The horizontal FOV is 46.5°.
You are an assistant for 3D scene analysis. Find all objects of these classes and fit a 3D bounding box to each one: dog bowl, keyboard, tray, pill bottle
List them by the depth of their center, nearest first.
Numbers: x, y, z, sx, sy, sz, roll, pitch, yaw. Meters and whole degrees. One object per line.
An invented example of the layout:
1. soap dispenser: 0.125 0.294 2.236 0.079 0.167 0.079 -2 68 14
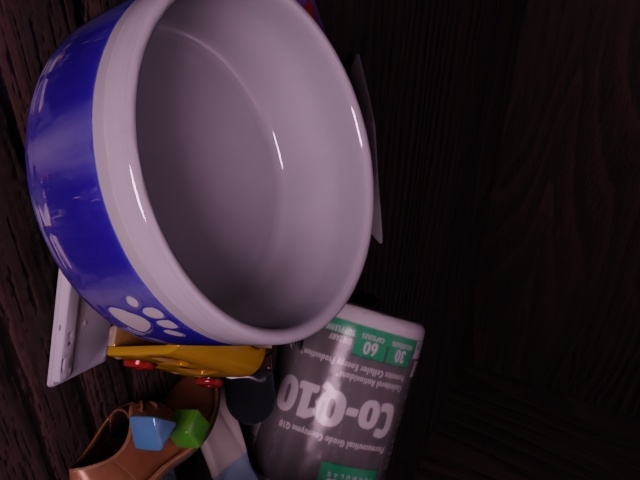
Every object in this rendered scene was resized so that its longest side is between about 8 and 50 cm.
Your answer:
1. dog bowl: -0.073 -0.055 0.548 0.265 0.104 0.264 15 71 -53
2. keyboard: -0.180 -0.009 0.593 0.072 0.014 0.255 -35 138 -70
3. pill bottle: 0.004 0.263 1.041 0.204 0.204 0.360 24 81 -72
4. tray: 0.062 -0.126 1.101 0.270 0.030 0.145 80 0 -53

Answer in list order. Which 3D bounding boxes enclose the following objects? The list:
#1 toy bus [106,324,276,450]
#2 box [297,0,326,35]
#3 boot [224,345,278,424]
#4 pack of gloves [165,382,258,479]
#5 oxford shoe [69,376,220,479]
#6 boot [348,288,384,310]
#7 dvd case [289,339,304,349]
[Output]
1. toy bus: -0.093 0.078 0.674 0.202 0.105 0.190 -49 128 -52
2. box: -0.039 -0.114 0.837 0.293 0.057 0.200 61 48 -65
3. boot: -0.084 0.100 0.904 0.106 0.082 0.219 -127 -138 -82
4. pack of gloves: -0.136 0.301 0.829 0.195 0.046 0.232 -26 97 -62
5. oxford shoe: -0.161 0.178 0.714 0.076 0.076 0.212 68 25 -14
6. boot: 0.037 0.168 1.270 0.161 0.084 0.246 -69 161 3
7. dvd case: 0.000 0.000 0.905 0.164 0.018 0.221 86 21 -52
